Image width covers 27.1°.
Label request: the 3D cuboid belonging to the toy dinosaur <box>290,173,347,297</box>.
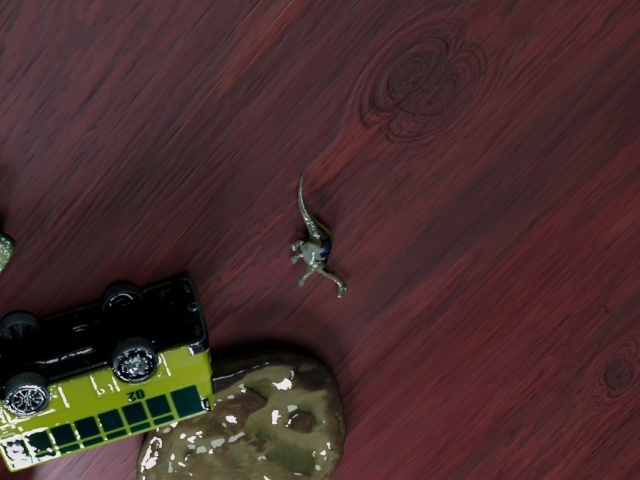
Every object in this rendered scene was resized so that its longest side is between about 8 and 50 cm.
[{"bbox_3d":[-0.012,0.009,1.528,0.058,0.037,0.180,-37,140,-20],"label":"toy dinosaur"}]

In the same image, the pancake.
[{"bbox_3d":[-0.097,0.246,1.669,0.294,0.049,0.294,-11,132,-12],"label":"pancake"}]

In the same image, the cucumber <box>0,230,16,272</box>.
[{"bbox_3d":[-0.388,0.017,1.389,0.115,0.062,0.116,36,96,-37],"label":"cucumber"}]

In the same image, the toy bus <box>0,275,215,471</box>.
[{"bbox_3d":[-0.248,0.150,1.495,0.262,0.128,0.150,-16,130,-5],"label":"toy bus"}]
